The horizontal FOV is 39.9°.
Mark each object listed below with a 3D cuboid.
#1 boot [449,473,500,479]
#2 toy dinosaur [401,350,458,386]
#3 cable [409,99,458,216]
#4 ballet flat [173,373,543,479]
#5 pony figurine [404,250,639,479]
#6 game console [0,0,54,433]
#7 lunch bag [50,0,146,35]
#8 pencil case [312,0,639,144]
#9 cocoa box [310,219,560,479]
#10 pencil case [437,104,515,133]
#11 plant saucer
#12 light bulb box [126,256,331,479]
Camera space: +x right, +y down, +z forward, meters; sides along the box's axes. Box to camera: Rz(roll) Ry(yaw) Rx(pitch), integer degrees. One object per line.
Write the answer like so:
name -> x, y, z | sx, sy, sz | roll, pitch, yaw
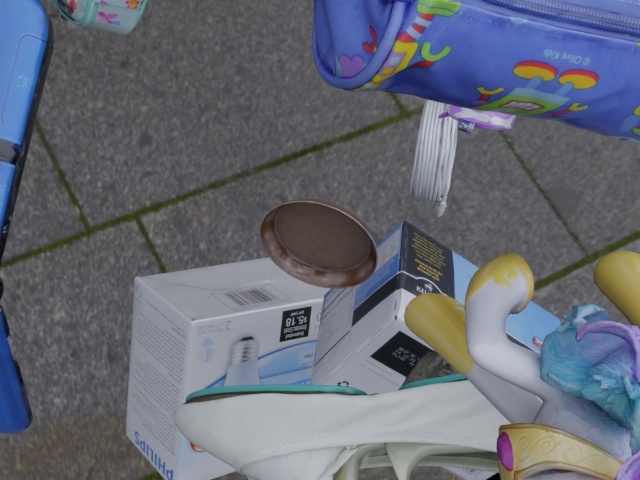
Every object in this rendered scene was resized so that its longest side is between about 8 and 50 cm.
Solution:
boot -> 0.329, 0.426, 1.737 | 0.095, 0.203, 0.262 | 27, 62, -1
toy dinosaur -> 0.155, 0.192, 1.056 | 0.160, 0.313, 0.121 | 5, 54, -11
cable -> 0.276, -0.220, 2.104 | 0.089, 0.257, 0.257 | 9, 54, 10
ballet flat -> 0.054, 0.186, 0.778 | 0.400, 0.139, 0.139 | -7, 61, 12
pony figurine -> 0.219, 0.150, 0.510 | 0.351, 0.303, 0.363 | 16, 27, -8
game console -> -0.308, -0.027, 0.525 | 0.293, 0.173, 0.250 | 11, 82, -1
lunch bag -> -0.337, -0.463, 1.329 | 0.108, 0.279, 0.224 | -3, 36, -46
pencil case -> 0.151, -0.123, 0.515 | 0.306, 0.133, 0.119 | 6, 90, -20
cocoa box -> 0.192, 0.181, 1.404 | 0.347, 0.231, 0.228 | 31, 37, -18
pencil case -> 0.202, -0.225, 1.011 | 0.088, 0.206, 0.086 | 22, 15, 26
plant saucer -> 0.000, 0.000, 1.203 | 0.168, 0.168, 0.029 | 22, 48, 0
light bulb box -> -0.175, 0.250, 1.756 | 0.358, 0.361, 0.225 | -8, 25, -36
